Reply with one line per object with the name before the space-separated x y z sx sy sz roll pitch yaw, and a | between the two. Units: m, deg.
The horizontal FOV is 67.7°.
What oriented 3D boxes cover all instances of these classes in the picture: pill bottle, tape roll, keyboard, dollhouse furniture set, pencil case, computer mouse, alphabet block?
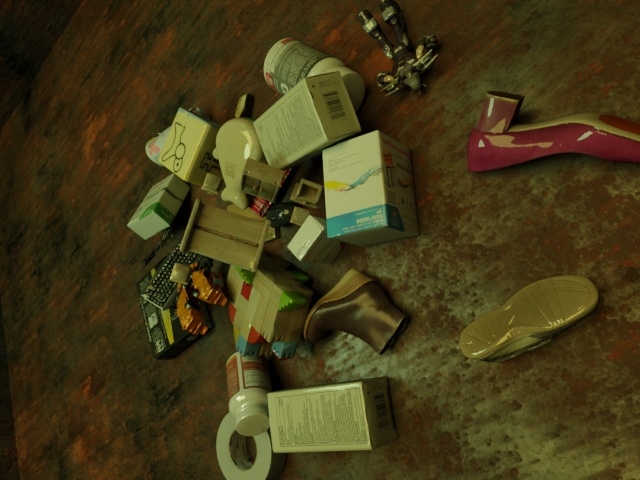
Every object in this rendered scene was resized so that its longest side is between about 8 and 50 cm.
pill bottle | -0.194 0.415 1.308 0.121 0.121 0.216 -50 31 20
tape roll | -0.197 0.586 1.358 0.219 0.072 0.219 -7 79 36
pill bottle | -0.020 -0.454 1.351 0.283 0.161 0.161 40 106 35
keyboard | -0.503 0.059 1.609 0.201 0.033 0.317 25 73 20
dollhouse furniture set | -0.191 -0.013 1.281 0.174 0.303 0.356 140 148 -76
pencil case | -0.519 -0.377 1.750 0.273 0.113 0.124 -23 49 33
computer mouse | -0.169 -0.060 1.424 0.242 0.041 0.071 -15 105 18
alphabet block | -0.386 -0.297 1.583 0.192 0.193 0.197 35 103 37

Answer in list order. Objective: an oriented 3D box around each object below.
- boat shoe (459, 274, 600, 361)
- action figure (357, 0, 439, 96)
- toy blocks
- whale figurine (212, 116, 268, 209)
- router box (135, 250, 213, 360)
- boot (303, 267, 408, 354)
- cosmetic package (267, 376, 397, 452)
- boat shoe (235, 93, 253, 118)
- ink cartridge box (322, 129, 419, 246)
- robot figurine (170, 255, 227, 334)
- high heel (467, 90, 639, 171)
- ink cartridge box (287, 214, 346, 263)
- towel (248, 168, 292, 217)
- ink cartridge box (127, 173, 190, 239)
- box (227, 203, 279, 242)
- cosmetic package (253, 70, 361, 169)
boat shoe | 0.418 0.165 0.953 0.285 0.092 0.103 -39 42 28
action figure | 0.205 -0.493 1.234 0.185 0.099 0.285 -29 69 22
toy blocks | -0.168 0.200 1.332 0.381 0.190 0.261 31 110 49
whale figurine | -0.227 -0.237 1.453 0.216 0.141 0.272 23 117 23
router box | -0.515 0.223 1.658 0.243 0.081 0.309 -37 62 26
boot | 0.080 0.215 1.200 0.248 0.090 0.207 -53 53 13
cosmetic package | 0.023 0.432 1.182 0.296 0.129 0.153 -17 73 33
boat shoe | -0.262 -0.427 1.606 0.045 0.050 0.135 6 76 41
ink cartridge box | 0.123 -0.120 1.176 0.168 0.171 0.233 -13 75 35
robot figurine | -0.369 0.160 1.443 0.211 0.085 0.291 -55 25 2
high heel | 0.491 -0.176 0.977 0.377 0.127 0.181 29 128 33
ink cartridge box | 0.000 0.000 1.260 0.063 0.150 0.109 45 109 29
towel | -0.171 -0.230 1.492 0.199 0.031 0.275 39 102 40
ink cartridge box | -0.573 -0.123 1.705 0.153 0.087 0.208 -22 37 33
box | -0.218 -0.061 1.521 0.201 0.021 0.164 -18 71 34
cosmetic package | -0.046 -0.296 1.242 0.309 0.113 0.160 -12 100 59
